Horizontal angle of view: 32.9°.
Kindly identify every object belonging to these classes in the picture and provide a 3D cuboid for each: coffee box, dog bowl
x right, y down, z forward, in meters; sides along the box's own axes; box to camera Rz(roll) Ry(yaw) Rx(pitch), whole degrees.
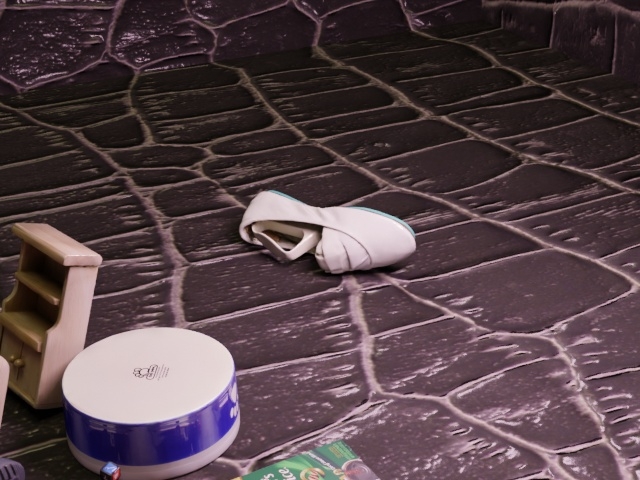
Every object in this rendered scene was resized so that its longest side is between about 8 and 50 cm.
[{"bbox_3d":[-0.021,0.346,1.501,0.184,0.040,0.113,-15,30,-25],"label":"coffee box"},{"bbox_3d":[-0.257,0.242,1.648,0.264,0.104,0.265,-1,26,0],"label":"dog bowl"}]

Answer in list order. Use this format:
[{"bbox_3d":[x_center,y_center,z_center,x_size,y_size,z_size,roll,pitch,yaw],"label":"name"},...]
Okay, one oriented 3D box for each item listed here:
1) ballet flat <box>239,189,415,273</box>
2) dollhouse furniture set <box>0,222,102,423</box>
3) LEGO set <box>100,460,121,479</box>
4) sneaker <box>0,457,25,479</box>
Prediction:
[{"bbox_3d":[0.000,0.000,2.123,0.400,0.139,0.139,15,31,37],"label":"ballet flat"},{"bbox_3d":[-0.554,0.117,1.608,0.394,0.257,0.362,1,16,-44],"label":"dollhouse furniture set"},{"bbox_3d":[-0.275,0.400,1.417,0.182,0.060,0.244,-16,42,-25],"label":"LEGO set"},{"bbox_3d":[-0.532,0.368,1.403,0.131,0.112,0.319,18,31,28],"label":"sneaker"}]
